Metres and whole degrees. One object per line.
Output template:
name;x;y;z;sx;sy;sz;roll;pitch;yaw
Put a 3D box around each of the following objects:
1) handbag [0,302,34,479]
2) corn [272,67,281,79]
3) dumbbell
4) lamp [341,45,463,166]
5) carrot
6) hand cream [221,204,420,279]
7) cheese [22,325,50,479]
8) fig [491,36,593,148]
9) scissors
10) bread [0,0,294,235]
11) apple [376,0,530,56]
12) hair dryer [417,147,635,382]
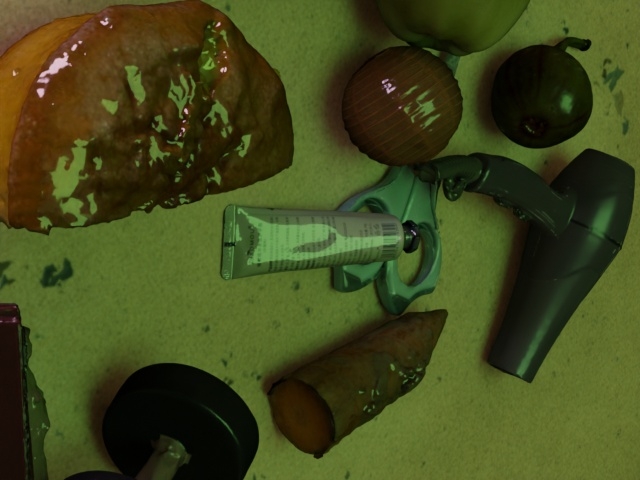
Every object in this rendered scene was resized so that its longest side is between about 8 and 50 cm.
handbag;-0.357;0.187;1.239;0.260;0.084;0.275;-4;99;-5
corn;-0.066;-0.137;1.586;0.037;0.037;0.092;27;75;-44
dumbbell;-0.161;0.234;1.436;0.218;0.152;0.152;-61;138;-52
lamp;0.089;-0.145;1.666;0.136;0.136;0.136;-10;105;-43
carrot;0.059;0.140;1.726;0.263;0.102;0.102;-33;120;-39
hand cream;0.000;0.000;1.656;0.234;0.050;0.080;-1;97;-28
cheese;-0.316;0.182;1.364;0.175;0.091;0.202;-29;119;-37
fig;0.290;-0.205;1.882;0.236;0.124;0.124;-54;132;-44
scissors;0.115;-0.094;1.771;0.191;0.029;0.360;26;82;-42
bread;-0.176;-0.122;1.378;0.340;0.194;0.179;-17;104;-43
apple;0.147;-0.299;1.659;0.200;0.200;0.200;-10;105;-43
hair dryer;0.223;-0.011;1.847;0.361;0.121;0.301;29;86;-43
